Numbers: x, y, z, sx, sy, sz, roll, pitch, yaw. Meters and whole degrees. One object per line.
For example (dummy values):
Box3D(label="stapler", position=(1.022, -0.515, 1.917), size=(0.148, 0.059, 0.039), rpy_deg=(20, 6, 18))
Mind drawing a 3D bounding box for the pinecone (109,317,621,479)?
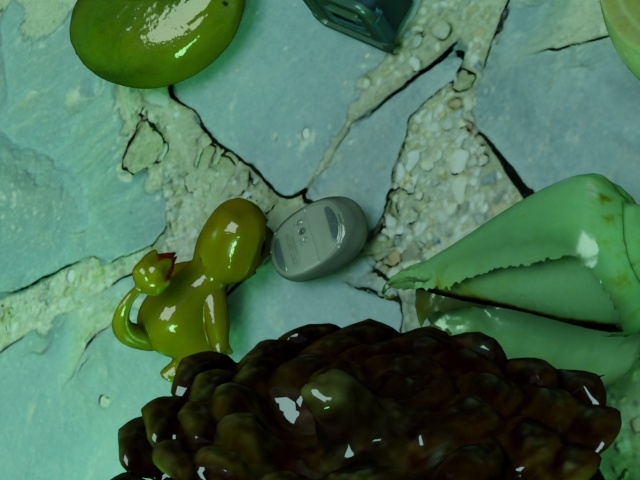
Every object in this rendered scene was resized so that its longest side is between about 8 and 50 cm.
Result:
Box3D(label="pinecone", position=(0.051, 0.240, 1.023), size=(0.398, 0.398, 0.398), rpy_deg=(-9, 71, 29))

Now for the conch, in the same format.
Box3D(label="conch", position=(0.168, 0.048, 1.149), size=(0.250, 0.143, 0.137), rpy_deg=(-37, 17, 32))

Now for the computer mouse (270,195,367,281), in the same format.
Box3D(label="computer mouse", position=(0.002, 0.000, 1.312), size=(0.096, 0.039, 0.066), rpy_deg=(-31, 61, 30))

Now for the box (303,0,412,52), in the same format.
Box3D(label="box", position=(0.032, -0.219, 1.340), size=(0.099, 0.074, 0.054), rpy_deg=(29, 78, 34))

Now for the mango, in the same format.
Box3D(label="mango", position=(-0.162, -0.209, 1.445), size=(0.191, 0.085, 0.122), rpy_deg=(3, 75, 33))

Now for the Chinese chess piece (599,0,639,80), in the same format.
Box3D(label="Chinese chess piece", position=(0.325, -0.211, 1.104), size=(0.251, 0.097, 0.251), rpy_deg=(-24, 52, 35))

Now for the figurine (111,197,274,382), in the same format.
Box3D(label="figurine", position=(-0.116, 0.034, 1.324), size=(0.176, 0.122, 0.121), rpy_deg=(-53, 54, 9))
